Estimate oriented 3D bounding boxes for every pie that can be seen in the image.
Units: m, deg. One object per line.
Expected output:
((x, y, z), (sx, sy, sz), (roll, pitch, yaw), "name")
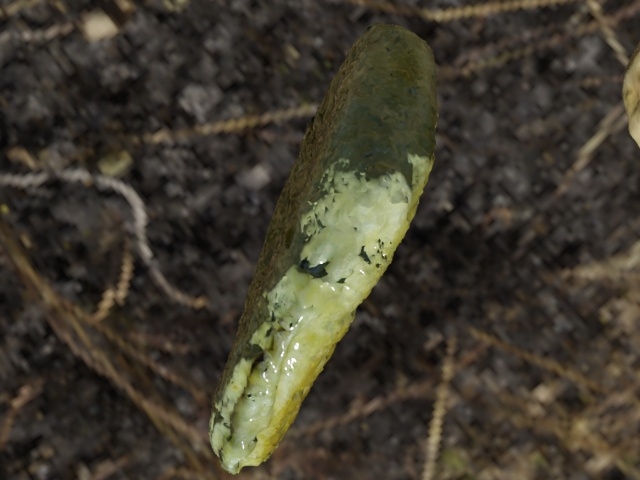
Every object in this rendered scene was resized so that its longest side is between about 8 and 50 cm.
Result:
((0.000, 0.000, 1.291), (0.070, 0.323, 0.323), (21, 121, -6), "pie")

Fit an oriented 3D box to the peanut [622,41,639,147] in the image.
((0.315, -0.148, 1.184), (0.152, 0.152, 0.313), (-6, 149, -36), "peanut")
